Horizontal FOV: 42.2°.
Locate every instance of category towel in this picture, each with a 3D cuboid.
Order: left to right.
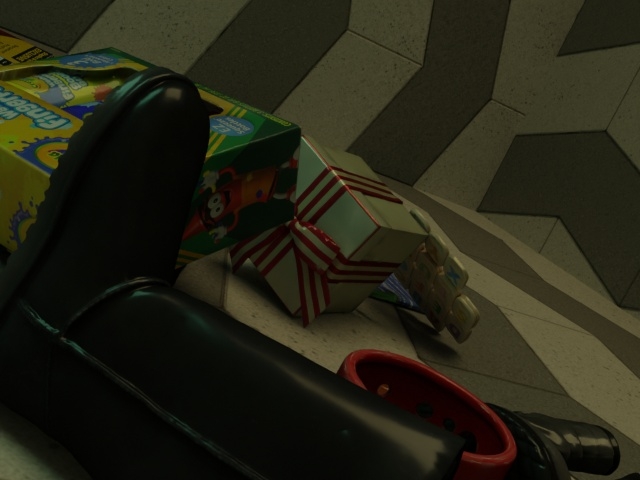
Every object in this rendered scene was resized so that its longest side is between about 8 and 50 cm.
[{"bbox_3d":[0.135,0.079,1.857,0.336,0.040,0.243,19,15,-27],"label":"towel"}]

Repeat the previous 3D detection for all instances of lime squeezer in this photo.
[{"bbox_3d":[0.038,0.060,1.670,0.110,0.058,0.310,-3,28,-24],"label":"lime squeezer"}]

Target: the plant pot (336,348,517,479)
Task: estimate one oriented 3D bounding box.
[{"bbox_3d":[0.074,0.230,0.830,0.191,0.174,0.191,24,12,-5],"label":"plant pot"}]

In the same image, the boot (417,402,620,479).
[{"bbox_3d":[0.262,0.246,0.976,0.223,0.118,0.338,7,0,-14],"label":"boot"}]

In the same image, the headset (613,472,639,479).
[{"bbox_3d":[0.393,0.393,0.971,0.243,0.185,0.394,33,29,13],"label":"headset"}]

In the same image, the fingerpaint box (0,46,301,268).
[{"bbox_3d":[-0.315,-0.126,1.181,0.445,0.163,0.371,28,35,33],"label":"fingerpaint box"}]

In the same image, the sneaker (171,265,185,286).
[{"bbox_3d":[-0.287,0.000,1.277,0.163,0.106,0.281,19,3,-4],"label":"sneaker"}]

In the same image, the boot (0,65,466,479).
[{"bbox_3d":[-0.072,0.084,0.729,0.445,0.367,0.146,29,-1,27],"label":"boot"}]

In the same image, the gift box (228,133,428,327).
[{"bbox_3d":[0.000,0.000,1.474,0.255,0.276,0.258,46,17,24],"label":"gift box"}]

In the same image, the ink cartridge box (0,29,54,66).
[{"bbox_3d":[-0.605,-0.259,1.439,0.272,0.130,0.309,25,29,-2],"label":"ink cartridge box"}]

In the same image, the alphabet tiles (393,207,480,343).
[{"bbox_3d":[0.205,0.066,1.615,0.284,0.021,0.278,53,-18,20],"label":"alphabet tiles"}]

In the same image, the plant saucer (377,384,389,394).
[{"bbox_3d":[0.099,0.231,1.236,0.084,0.013,0.083,24,12,-5],"label":"plant saucer"}]
